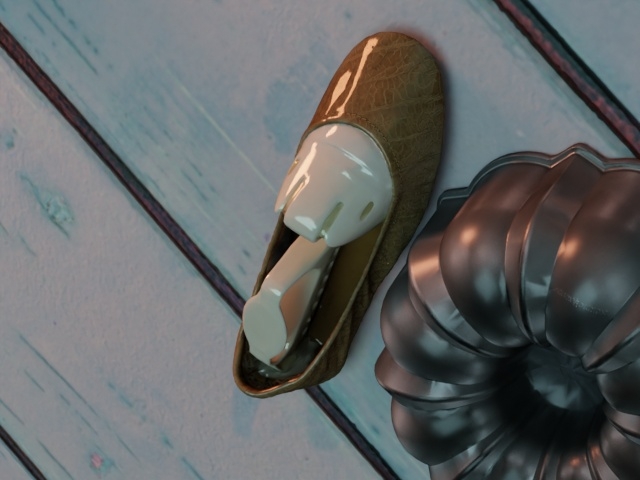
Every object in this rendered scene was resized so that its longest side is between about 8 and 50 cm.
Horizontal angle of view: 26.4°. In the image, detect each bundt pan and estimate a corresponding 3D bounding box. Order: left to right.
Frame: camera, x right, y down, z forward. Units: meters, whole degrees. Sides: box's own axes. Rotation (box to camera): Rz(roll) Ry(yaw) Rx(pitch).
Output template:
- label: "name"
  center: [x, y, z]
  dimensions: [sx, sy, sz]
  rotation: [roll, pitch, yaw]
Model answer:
- label: "bundt pan"
  center: [0.181, 0.102, 1.012]
  dimensions: [0.330, 0.124, 0.331]
  rotation: [14, 119, 27]

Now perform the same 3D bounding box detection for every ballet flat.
- label: "ballet flat"
  center: [0.000, 0.000, 1.078]
  dimensions: [0.116, 0.124, 0.342]
  rotation: [35, 127, 16]
